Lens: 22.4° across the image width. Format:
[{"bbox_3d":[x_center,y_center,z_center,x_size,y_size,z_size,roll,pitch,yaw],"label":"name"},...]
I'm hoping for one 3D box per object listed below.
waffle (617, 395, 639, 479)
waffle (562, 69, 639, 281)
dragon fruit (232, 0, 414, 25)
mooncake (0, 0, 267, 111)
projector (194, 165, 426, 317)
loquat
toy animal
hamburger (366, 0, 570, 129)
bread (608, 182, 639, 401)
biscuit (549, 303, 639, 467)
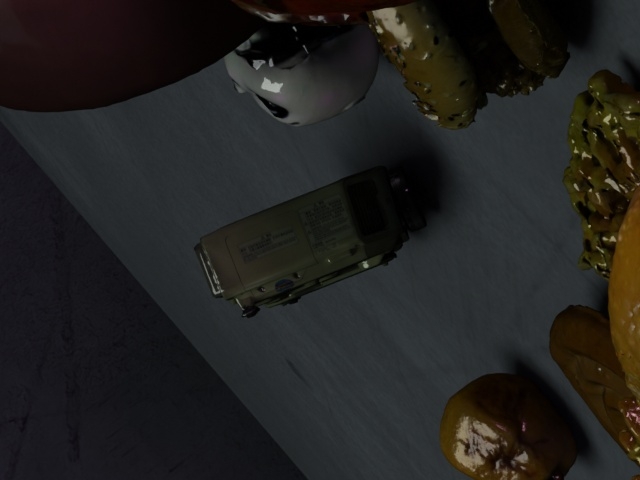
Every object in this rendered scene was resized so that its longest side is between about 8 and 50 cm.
[{"bbox_3d":[0.285,0.194,1.070,0.231,0.051,0.228,27,145,59],"label":"waffle"},{"bbox_3d":[0.244,0.012,1.041,0.245,0.052,0.254,45,162,37],"label":"waffle"},{"bbox_3d":[0.020,-0.222,0.820,0.250,0.250,0.315,61,166,-25],"label":"dragon fruit"},{"bbox_3d":[-0.154,-0.256,1.181,0.174,0.326,0.334,69,-177,-45],"label":"mooncake"},{"bbox_3d":[0.000,0.000,1.500,0.269,0.194,0.088,-3,-109,-83],"label":"projector"},{"bbox_3d":[0.181,0.193,1.555,0.137,0.113,0.137,35,152,22],"label":"loquat"},{"bbox_3d":[-0.022,-0.170,1.304,0.179,0.138,0.166,77,170,-46],"label":"toy animal"},{"bbox_3d":[0.074,-0.154,1.034,0.177,0.113,0.185,51,178,-5],"label":"hamburger"},{"bbox_3d":[0.276,0.108,0.728,0.337,0.148,0.328,41,-173,38],"label":"bread"},{"bbox_3d":[0.269,0.153,1.242,0.262,0.037,0.262,47,174,7],"label":"biscuit"}]
